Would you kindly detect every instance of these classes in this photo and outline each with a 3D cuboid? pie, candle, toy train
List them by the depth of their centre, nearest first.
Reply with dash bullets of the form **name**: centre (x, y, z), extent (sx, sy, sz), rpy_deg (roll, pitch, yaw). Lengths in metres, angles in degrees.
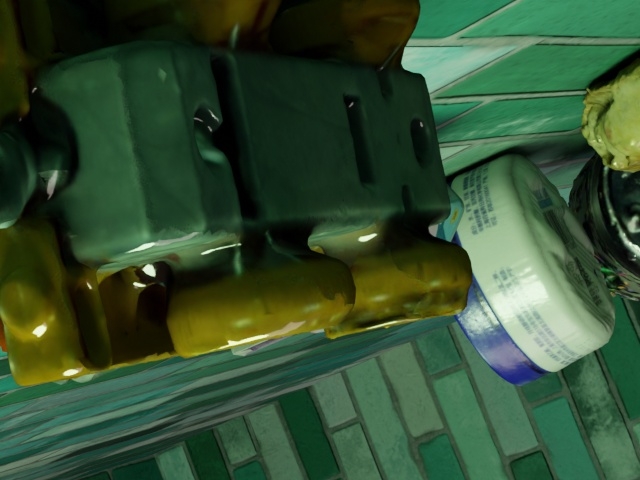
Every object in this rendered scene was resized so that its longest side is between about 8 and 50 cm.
- **toy train**: centre (-0.080, -0.024, 0.780), extent (0.231, 0.163, 0.369), rpy_deg (-11, 178, 25)
- **pie**: centre (0.372, -0.145, 1.441), extent (0.339, 0.083, 0.339), rpy_deg (-19, 171, -3)
- **candle**: centre (0.344, -0.032, 1.791), extent (0.187, 0.187, 0.330), rpy_deg (-21, 175, -4)

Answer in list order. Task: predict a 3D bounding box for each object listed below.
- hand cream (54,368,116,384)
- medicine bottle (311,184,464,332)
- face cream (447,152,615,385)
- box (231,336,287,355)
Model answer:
- **hand cream**: centre (-0.164, 0.080, 1.696), extent (0.088, 0.055, 0.256), rpy_deg (-28, 177, 41)
- **medicine bottle**: centre (0.007, -0.002, 1.274), extent (0.188, 0.094, 0.119), rpy_deg (-8, 133, -53)
- **face cream**: centre (0.189, 0.024, 1.646), extent (0.111, 0.206, 0.206), rpy_deg (-27, 171, 18)
- **box**: centre (-0.053, 0.090, 2.031), extent (0.117, 0.051, 0.036), rpy_deg (-22, 165, 16)
